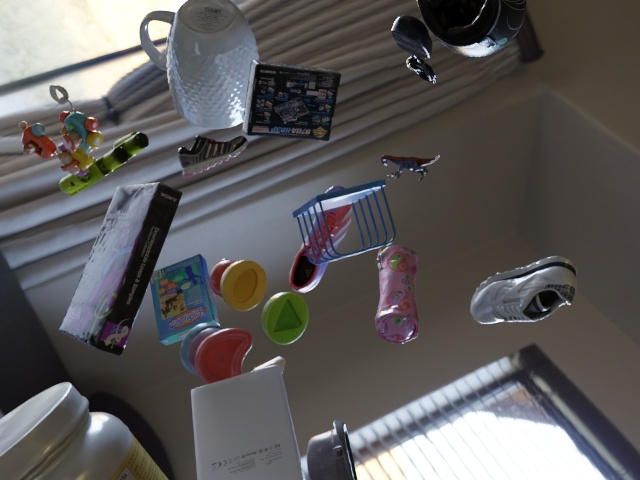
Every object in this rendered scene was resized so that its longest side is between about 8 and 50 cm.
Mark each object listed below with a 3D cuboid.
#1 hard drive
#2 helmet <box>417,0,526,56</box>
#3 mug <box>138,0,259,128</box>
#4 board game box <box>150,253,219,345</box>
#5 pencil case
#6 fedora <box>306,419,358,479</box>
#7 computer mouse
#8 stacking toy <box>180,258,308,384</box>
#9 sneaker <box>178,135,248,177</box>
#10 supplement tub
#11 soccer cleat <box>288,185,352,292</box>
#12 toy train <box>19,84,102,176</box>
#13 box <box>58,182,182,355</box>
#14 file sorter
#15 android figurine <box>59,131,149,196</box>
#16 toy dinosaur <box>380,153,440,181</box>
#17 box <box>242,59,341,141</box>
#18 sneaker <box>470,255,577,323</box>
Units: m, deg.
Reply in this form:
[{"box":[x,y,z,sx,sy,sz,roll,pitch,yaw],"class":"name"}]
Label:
[{"box":[-0.155,0.400,1.410,0.307,0.203,0.040,-110,-175,-54],"class":"hard drive"},{"box":[0.245,-0.378,1.098,0.169,0.161,0.169,10,-68,27],"class":"helmet"},{"box":[-0.363,-0.555,2.042,0.374,0.276,0.328,20,-30,8],"class":"mug"},{"box":[-0.371,0.158,1.867,0.047,0.160,0.210,61,11,-59],"class":"board game box"},{"box":[0.206,0.138,1.870,0.284,0.124,0.124,-84,172,-46],"class":"pencil case"},{"box":[0.035,0.639,1.905,0.244,0.124,0.275,73,3,-62],"class":"fedora"},{"box":[0.175,-0.334,1.209,0.071,0.041,0.242,29,2,17],"class":"computer mouse"},{"box":[-0.194,0.213,1.709,0.279,0.309,0.130,28,-9,-38],"class":"stacking toy"},{"box":[-0.240,-0.203,1.522,0.063,0.170,0.075,3,-60,65],"class":"sneaker"},{"box":[-0.285,0.363,0.830,0.331,0.241,0.241,56,-16,-12],"class":"supplement tub"},{"box":[0.000,0.000,1.492,0.083,0.248,0.095,26,7,6],"class":"soccer cleat"},{"box":[-0.393,-0.150,1.024,0.125,0.046,0.166,42,-41,-12],"class":"toy train"},{"box":[-0.196,0.023,0.670,0.029,0.162,0.116,28,-15,-34],"class":"box"},{"box":[0.039,-0.025,1.151,0.170,0.118,0.104,155,-81,-74],"class":"file sorter"},{"box":[-0.556,-0.193,1.761,0.273,0.248,0.056,-18,-67,40],"class":"android figurine"},{"box":[0.149,-0.136,1.215,0.082,0.090,0.047,38,-1,1],"class":"toy dinosaur"},{"box":[-0.070,-0.338,1.690,0.051,0.220,0.175,-128,-137,-57],"class":"box"},{"box":[0.373,0.113,1.301,0.090,0.095,0.235,33,-43,-20],"class":"sneaker"}]
